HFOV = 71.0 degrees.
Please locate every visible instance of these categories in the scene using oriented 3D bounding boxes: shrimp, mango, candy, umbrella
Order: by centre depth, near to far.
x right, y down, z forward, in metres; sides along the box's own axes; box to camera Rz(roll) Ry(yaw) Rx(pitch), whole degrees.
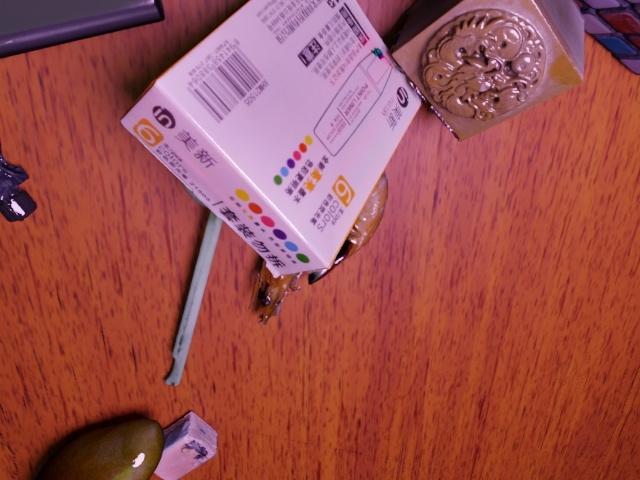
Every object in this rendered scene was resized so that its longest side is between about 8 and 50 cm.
[{"bbox_3d":[-0.404,-0.112,0.487,0.080,0.071,0.224,-2,128,32],"label":"umbrella"},{"bbox_3d":[-0.153,0.034,0.595,0.119,0.119,0.440,11,118,-16],"label":"candy"},{"bbox_3d":[0.000,0.000,0.625,0.152,0.063,0.287,16,108,-30],"label":"shrimp"},{"bbox_3d":[-0.344,0.353,0.663,0.267,0.133,0.111,-39,132,9],"label":"mango"}]

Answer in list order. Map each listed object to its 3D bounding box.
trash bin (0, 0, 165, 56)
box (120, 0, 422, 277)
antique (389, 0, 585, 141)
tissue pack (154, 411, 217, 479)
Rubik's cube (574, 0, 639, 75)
[{"bbox_3d":[-0.282,-0.266,0.419,0.225,0.115,0.165,-14,116,-7],"label":"trash bin"},{"bbox_3d":[-0.022,-0.134,0.461,0.221,0.091,0.274,49,55,-23],"label":"box"},{"bbox_3d":[0.181,-0.215,0.490,0.146,0.148,0.152,39,142,-24],"label":"antique"},{"bbox_3d":[-0.224,0.332,0.718,0.094,0.059,0.074,-35,117,5],"label":"tissue pack"},{"bbox_3d":[0.427,-0.348,0.431,0.293,0.292,0.287,24,106,-22],"label":"Rubik's cube"}]
